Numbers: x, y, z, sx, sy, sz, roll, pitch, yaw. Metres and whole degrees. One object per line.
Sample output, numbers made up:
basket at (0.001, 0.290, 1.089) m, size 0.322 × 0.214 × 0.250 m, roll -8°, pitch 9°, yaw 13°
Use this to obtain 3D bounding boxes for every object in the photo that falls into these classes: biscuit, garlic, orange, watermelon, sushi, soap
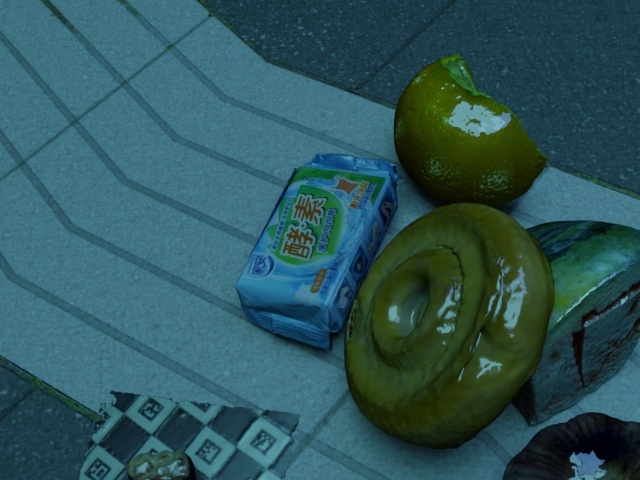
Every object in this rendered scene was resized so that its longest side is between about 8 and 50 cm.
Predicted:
biscuit at (0.132, 0.089, 0.906) m, size 0.102 × 0.296 × 0.296 m, roll 29°, pitch 52°, yaw -29°
garlic at (0.304, 0.293, 0.813) m, size 0.245 × 0.160 × 0.244 m, roll -2°, pitch 56°, yaw 3°
orange at (0.191, -0.148, 1.103) m, size 0.159 × 0.179 × 0.237 m, roll -24°, pitch 59°, yaw -14°
watermelon at (0.291, 0.093, 0.979) m, size 0.213 × 0.201 × 0.262 m, roll -32°, pitch 18°, yaw -15°
sushi at (-0.182, 0.313, 0.913) m, size 0.264 × 0.050 × 0.290 m, roll 6°, pitch 57°, yaw 9°
soap at (0.000, 0.000, 1.071) m, size 0.156 × 0.077 × 0.293 m, roll 9°, pitch 56°, yaw 26°
